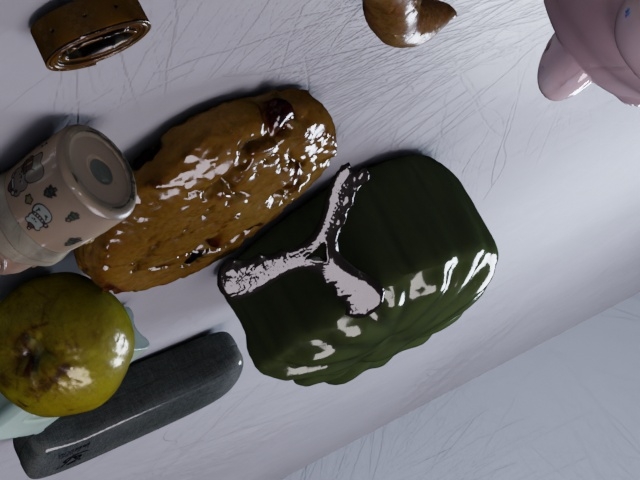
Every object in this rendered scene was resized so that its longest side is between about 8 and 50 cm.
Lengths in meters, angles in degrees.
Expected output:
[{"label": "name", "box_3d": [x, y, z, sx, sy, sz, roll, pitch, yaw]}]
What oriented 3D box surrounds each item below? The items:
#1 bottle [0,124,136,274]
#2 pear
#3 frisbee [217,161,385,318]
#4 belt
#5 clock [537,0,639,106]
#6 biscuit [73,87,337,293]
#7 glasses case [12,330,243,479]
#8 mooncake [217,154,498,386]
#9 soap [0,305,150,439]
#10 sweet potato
[{"label": "bottle", "box_3d": [-0.235, -0.026, 1.207, 0.152, 0.099, 0.099, -31, 166, 29]}, {"label": "pear", "box_3d": [-0.263, 0.105, 1.449, 0.149, 0.149, 0.162, -33, 169, 8]}, {"label": "frisbee", "box_3d": [0.000, 0.000, 1.542, 0.211, 0.012, 0.187, 6, 116, -30]}, {"label": "belt", "box_3d": [-0.166, -0.152, 1.036, 0.083, 0.036, 0.059, -23, 169, -24]}, {"label": "clock", "box_3d": [0.325, -0.261, 1.139, 0.368, 0.250, 0.376, -52, -166, -23]}, {"label": "biscuit", "box_3d": [-0.108, -0.039, 1.414, 0.296, 0.075, 0.296, -29, 166, -8]}, {"label": "glasses case", "box_3d": [-0.257, 0.221, 1.944, 0.323, 0.074, 0.131, -22, 161, -27]}, {"label": "mooncake", "box_3d": [0.056, 0.051, 1.794, 0.351, 0.187, 0.351, -27, 162, -10]}, {"label": "soap", "box_3d": [-0.307, 0.152, 1.659, 0.198, 0.066, 0.119, -37, 161, 23]}, {"label": "sweet potato", "box_3d": [0.060, -0.208, 1.227, 0.067, 0.059, 0.281, -67, 165, 0]}]
